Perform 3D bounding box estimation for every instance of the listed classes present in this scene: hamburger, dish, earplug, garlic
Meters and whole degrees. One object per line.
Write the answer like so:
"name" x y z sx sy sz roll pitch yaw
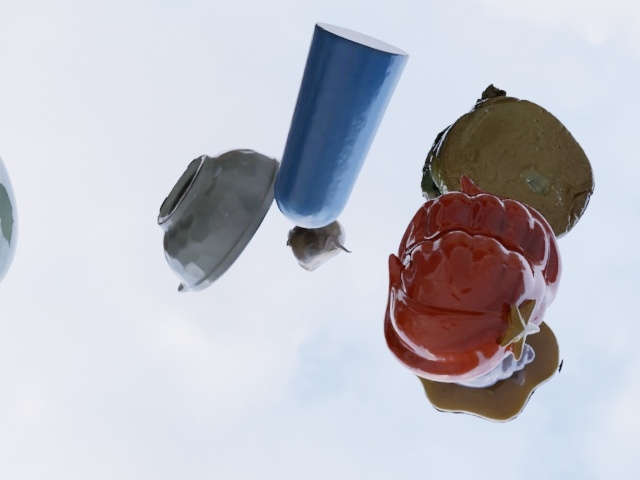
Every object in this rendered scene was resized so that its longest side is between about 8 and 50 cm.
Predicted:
"hamburger" 0.215 -0.065 1.090 0.189 0.122 0.215 33 -117 -3
"dish" -0.190 -0.055 1.532 0.303 0.120 0.303 -46 -158 24
"earplug" 0.014 -0.144 1.233 0.132 0.132 0.273 30 -68 28
"garlic" 0.005 -0.004 1.444 0.066 0.152 0.084 -27 -92 -37

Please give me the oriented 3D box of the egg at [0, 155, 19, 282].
"egg" -0.519 -0.051 1.127 0.258 0.352 0.258 -6 -130 8

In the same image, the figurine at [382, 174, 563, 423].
"figurine" 0.144 0.056 0.867 0.208 0.257 0.181 -43 -115 -9
